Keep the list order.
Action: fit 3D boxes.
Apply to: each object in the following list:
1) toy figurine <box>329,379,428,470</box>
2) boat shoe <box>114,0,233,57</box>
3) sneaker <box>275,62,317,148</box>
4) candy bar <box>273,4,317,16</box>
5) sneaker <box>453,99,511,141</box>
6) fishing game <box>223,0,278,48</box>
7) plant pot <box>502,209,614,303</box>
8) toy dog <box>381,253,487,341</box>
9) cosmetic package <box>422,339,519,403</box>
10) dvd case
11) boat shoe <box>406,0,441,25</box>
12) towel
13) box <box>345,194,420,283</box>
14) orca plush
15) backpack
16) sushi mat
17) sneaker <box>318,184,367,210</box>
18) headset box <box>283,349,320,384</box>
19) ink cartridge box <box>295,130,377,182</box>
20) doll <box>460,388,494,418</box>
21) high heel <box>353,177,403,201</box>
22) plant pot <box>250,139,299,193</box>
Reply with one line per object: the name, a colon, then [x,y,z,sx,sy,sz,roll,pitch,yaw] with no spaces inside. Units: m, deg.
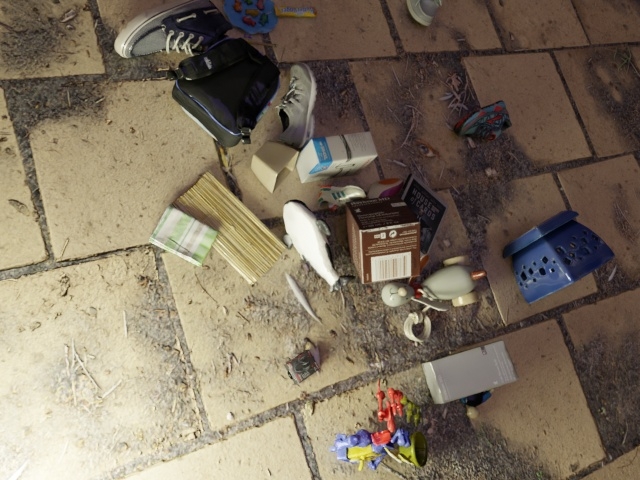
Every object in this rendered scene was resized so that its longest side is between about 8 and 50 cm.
toy figurine: [0.131,0.515,1.476,0.362,0.217,0.191,43,32,-55]
boat shoe: [-0.403,-0.582,1.591,0.158,0.127,0.340,44,61,4]
sneaker: [-0.078,-0.417,1.692,0.115,0.105,0.281,5,72,-22]
candy bar: [-0.082,-0.757,1.843,0.161,0.018,0.040,-11,79,-30]
sneaker: [0.588,-0.407,1.977,0.261,0.104,0.125,-26,87,-28]
fishing game: [-0.220,-0.741,1.773,0.189,0.041,0.264,3,72,-25]
plant pot: [0.765,0.045,1.842,0.236,0.236,0.212,-25,78,-27]
toy dog: [0.365,0.136,1.673,0.333,0.161,0.220,-32,87,-28]
cosmetic package: [0.430,0.382,1.621,0.238,0.107,0.127,-15,75,-12]
dvd case: [0.302,-0.067,1.764,0.179,0.029,0.239,38,65,-21]
boat shoe: [0.400,-0.940,2.065,0.118,0.103,0.320,20,67,-16]
towel: [-0.360,-0.013,1.478,0.152,0.023,0.113,28,73,-10]
box: [0.171,-0.007,1.562,0.168,0.203,0.167,-9,117,-6]
orca plush: [0.000,0.000,1.598,0.287,0.151,0.102,47,31,0]
backpack: [-0.250,-0.418,1.562,0.276,0.213,0.263,44,70,-12]
sushi mat: [-0.249,-0.037,1.546,0.316,0.019,0.151,45,63,-4]
sneaker: [0.062,-0.120,1.645,0.057,0.161,0.075,39,63,-53]
headset box: [-0.053,0.342,1.501,0.083,0.032,0.062,-28,86,-29]
ink cartridge box: [0.046,-0.248,1.666,0.203,0.148,0.086,-11,77,-25]
doll: [0.464,0.440,1.682,0.129,0.046,0.189,11,70,-12]
high heel: [0.186,-0.110,1.742,0.244,0.082,0.117,-37,127,-43]
plant pot: [-0.139,-0.222,1.610,0.096,0.109,0.109,36,63,6]
